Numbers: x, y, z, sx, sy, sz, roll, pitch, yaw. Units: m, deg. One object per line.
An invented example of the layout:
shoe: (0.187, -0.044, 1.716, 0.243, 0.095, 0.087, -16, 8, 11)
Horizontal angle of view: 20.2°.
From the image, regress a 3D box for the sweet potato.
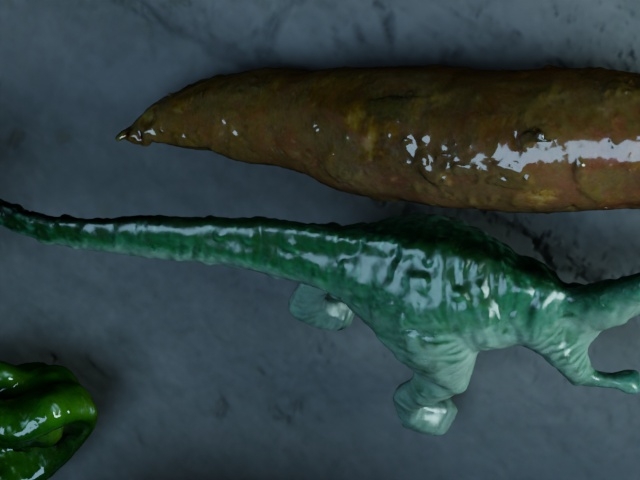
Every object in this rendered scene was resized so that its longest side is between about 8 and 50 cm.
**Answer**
sweet potato: (0.058, -0.043, 0.744, 0.314, 0.072, 0.066, 5, 83, 17)

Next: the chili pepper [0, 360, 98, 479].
chili pepper: (-0.214, 0.125, 0.895, 0.257, 0.100, 0.074, -33, 54, 21)

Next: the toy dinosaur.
toy dinosaur: (0.002, 0.030, 0.778, 0.383, 0.076, 0.129, 1, 140, 9)
